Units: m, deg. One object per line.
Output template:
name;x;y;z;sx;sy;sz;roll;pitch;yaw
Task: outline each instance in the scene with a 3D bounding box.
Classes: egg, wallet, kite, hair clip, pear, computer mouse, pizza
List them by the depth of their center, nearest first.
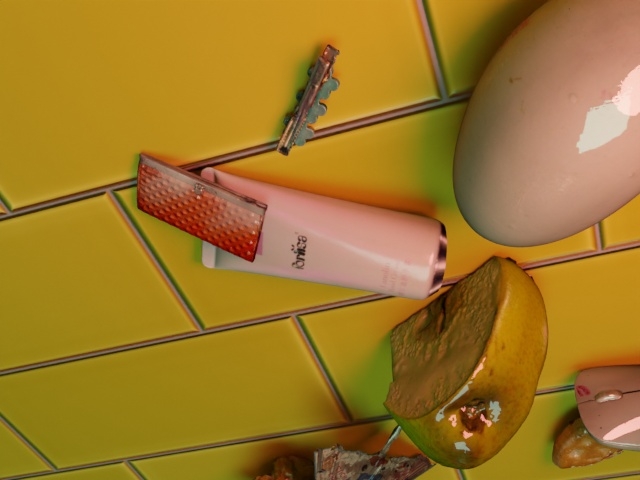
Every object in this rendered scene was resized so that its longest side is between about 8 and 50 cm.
egg;0.283;-0.132;0.880;0.230;0.229;0.370;18;136;-13
hair clip;-0.012;-0.176;0.979;0.049;0.049;0.173;18;136;-13
wallet;-0.172;-0.046;1.076;0.197;0.020;0.103;24;131;9
pear;0.238;0.213;1.167;0.176;0.281;0.286;36;125;-17
computer mouse;0.582;0.275;1.284;0.289;0.159;0.097;6;138;-4
pizza;0.529;0.352;1.428;0.127;0.058;0.246;24;128;-17
kite;0.095;0.434;1.441;0.406;0.014;0.368;24;102;-48

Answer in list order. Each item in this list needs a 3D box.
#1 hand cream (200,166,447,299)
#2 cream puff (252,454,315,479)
hand cream;0.000;0.000;1.101;0.359;0.118;0.185;9;131;5
cream puff;-0.064;0.527;1.538;0.195;0.194;0.221;19;148;-14
